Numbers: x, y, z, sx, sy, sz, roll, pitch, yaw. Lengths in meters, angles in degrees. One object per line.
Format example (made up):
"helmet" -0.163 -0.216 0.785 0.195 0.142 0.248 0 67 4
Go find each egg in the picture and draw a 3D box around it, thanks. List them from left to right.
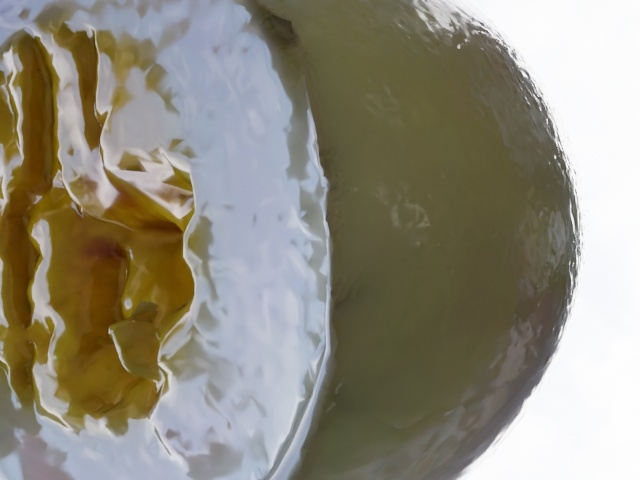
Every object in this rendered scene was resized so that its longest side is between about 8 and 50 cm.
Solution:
"egg" 0.000 0.000 0.788 0.340 0.354 0.355 -5 -93 -46
